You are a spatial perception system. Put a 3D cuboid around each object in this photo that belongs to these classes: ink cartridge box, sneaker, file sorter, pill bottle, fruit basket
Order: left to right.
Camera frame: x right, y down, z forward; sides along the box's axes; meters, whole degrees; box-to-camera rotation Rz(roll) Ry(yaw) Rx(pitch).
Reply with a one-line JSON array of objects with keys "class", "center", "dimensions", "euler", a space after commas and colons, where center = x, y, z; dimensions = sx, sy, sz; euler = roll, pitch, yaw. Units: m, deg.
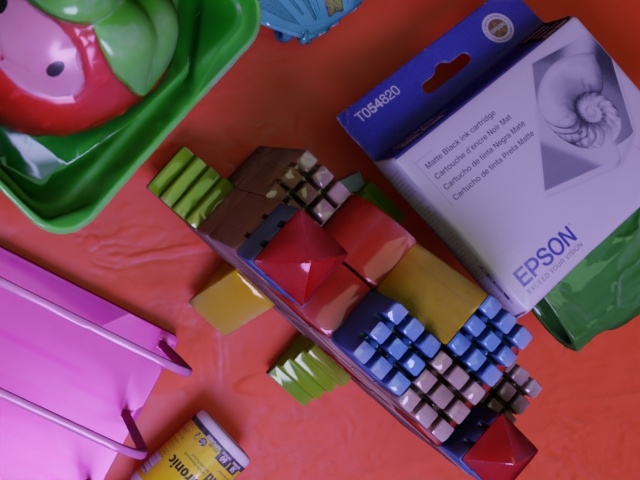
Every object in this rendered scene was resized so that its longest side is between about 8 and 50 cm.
[{"class": "file sorter", "center": [-0.255, 0.169, 0.770], "dimensions": [0.202, 0.182, 0.290], "euler": [29, 85, -15]}, {"class": "fruit basket", "center": [-0.179, -0.213, 0.635], "dimensions": [0.392, 0.392, 0.283], "euler": [43, 70, -13]}, {"class": "pill bottle", "center": [-0.122, 0.207, 0.870], "dimensions": [0.116, 0.065, 0.065], "euler": [-43, 103, -9]}, {"class": "sneaker", "center": [-0.009, -0.226, 0.878], "dimensions": [0.275, 0.107, 0.110], "euler": [-5, 113, -11]}, {"class": "ink cartridge box", "center": [0.165, -0.087, 0.845], "dimensions": [0.223, 0.045, 0.224], "euler": [-40, 85, -19]}]

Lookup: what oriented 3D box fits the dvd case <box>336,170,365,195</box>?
[{"class": "dvd case", "center": [0.000, 0.000, 0.920], "dimensions": [0.119, 0.013, 0.087], "euler": [-25, 99, -12]}]

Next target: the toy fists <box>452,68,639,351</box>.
[{"class": "toy fists", "center": [0.208, -0.041, 0.930], "dimensions": [0.142, 0.096, 0.279], "euler": [-37, 92, -5]}]

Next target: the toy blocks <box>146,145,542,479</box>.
[{"class": "toy blocks", "center": [0.052, 0.062, 0.796], "dimensions": [0.381, 0.261, 0.191], "euler": [44, 82, -18]}]
